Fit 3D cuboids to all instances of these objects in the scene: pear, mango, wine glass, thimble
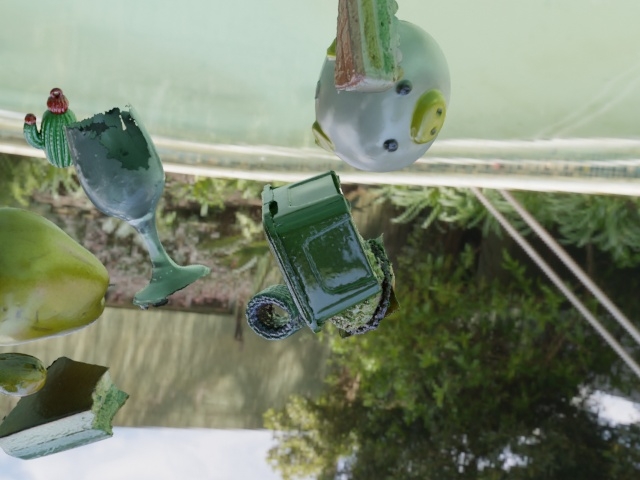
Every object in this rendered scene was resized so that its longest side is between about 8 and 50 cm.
[{"bbox_3d":[-0.602,0.078,1.635,0.285,0.284,0.336,8,174,34],"label":"pear"},{"bbox_3d":[-0.490,0.211,1.282,0.114,0.057,0.079,4,-150,2],"label":"mango"},{"bbox_3d":[-0.297,-0.056,1.299,0.143,0.321,0.143,-19,-162,7],"label":"wine glass"},{"bbox_3d":[-0.098,0.164,1.880,0.135,0.118,0.090,-9,-166,32],"label":"thimble"}]

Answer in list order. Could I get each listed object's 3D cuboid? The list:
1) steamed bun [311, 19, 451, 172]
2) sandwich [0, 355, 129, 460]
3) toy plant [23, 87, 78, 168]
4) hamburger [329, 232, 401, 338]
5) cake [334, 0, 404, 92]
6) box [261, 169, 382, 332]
[{"bbox_3d":[0.150,-0.348,1.972,0.334,0.373,0.334,8,-154,-4],"label":"steamed bun"},{"bbox_3d":[-0.512,0.354,1.630,0.186,0.108,0.220,7,-136,31],"label":"sandwich"},{"bbox_3d":[-0.688,-0.285,2.099,0.155,0.088,0.240,-21,143,2],"label":"toy plant"},{"bbox_3d":[0.071,0.108,1.934,0.139,0.243,0.262,9,145,-34],"label":"hamburger"},{"bbox_3d":[0.091,-0.375,1.451,0.109,0.225,0.090,-3,-165,-23],"label":"cake"},{"bbox_3d":[0.000,0.000,1.599,0.178,0.252,0.328,-25,-163,2],"label":"box"}]
